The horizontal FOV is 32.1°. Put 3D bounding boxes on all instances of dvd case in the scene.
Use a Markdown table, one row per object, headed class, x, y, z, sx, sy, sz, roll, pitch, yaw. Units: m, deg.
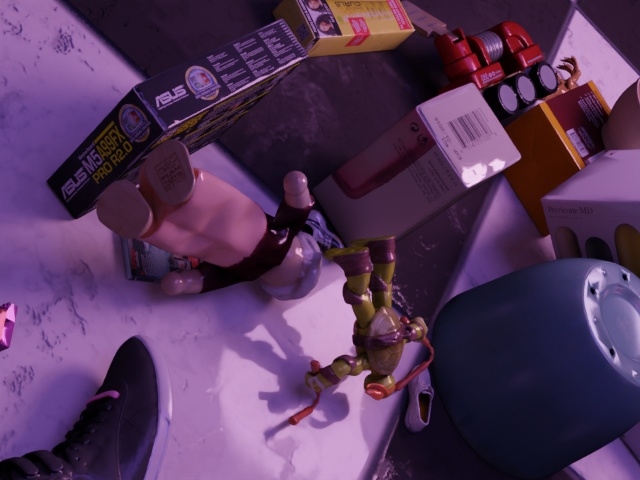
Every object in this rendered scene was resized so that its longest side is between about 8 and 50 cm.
| class | x | y | z | sx | sy | sz | roll | pitch | yaw |
| --- | --- | --- | --- | --- | --- | --- | --- | --- | --- |
| dvd case | -0.183 | 0.012 | 1.340 | 0.119 | 0.013 | 0.087 | 8 | 60 | -39 |

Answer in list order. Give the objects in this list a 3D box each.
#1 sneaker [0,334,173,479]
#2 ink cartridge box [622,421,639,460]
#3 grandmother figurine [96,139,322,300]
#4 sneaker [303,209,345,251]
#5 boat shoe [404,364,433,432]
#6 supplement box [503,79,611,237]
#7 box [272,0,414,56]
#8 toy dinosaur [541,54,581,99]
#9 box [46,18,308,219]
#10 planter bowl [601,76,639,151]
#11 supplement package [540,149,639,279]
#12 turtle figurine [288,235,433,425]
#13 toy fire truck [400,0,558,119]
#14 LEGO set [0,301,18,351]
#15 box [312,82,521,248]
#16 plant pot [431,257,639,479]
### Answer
| class | x | y | z | sx | sy | sz | roll | pitch | yaw |
| --- | --- | --- | --- | --- | --- | --- | --- | --- | --- |
| sneaker | -0.241 | 0.209 | 1.100 | 0.147 | 0.104 | 0.295 | 29 | 53 | -32 |
| ink cartridge box | 0.568 | 0.219 | 1.786 | 0.201 | 0.117 | 0.278 | 52 | 43 | -2 |
| grandmother figurine | -0.094 | -0.010 | 1.286 | 0.342 | 0.208 | 0.104 | 34 | 30 | -58 |
| sneaker | 0.000 | 0.000 | 1.498 | 0.037 | 0.032 | 0.083 | -36 | 86 | -33 |
| boat shoe | 0.136 | 0.207 | 1.480 | 0.035 | 0.035 | 0.100 | 33 | 48 | -21 |
| supplement box | 0.416 | -0.141 | 1.868 | 0.194 | 0.129 | 0.191 | -26 | 83 | -46 |
| box | 0.039 | -0.336 | 1.713 | 0.232 | 0.058 | 0.087 | -13 | 73 | -45 |
| toy dinosaur | 0.468 | -0.276 | 2.059 | 0.211 | 0.064 | 0.112 | 8 | 78 | -27 |
| box | -0.165 | -0.145 | 1.304 | 0.060 | 0.216 | 0.270 | 53 | 44 | 0 |
| planter bowl | 0.530 | -0.177 | 1.813 | 0.162 | 0.109 | 0.162 | 20 | 54 | -31 |
| supplement package | 0.490 | 0.019 | 1.661 | 0.198 | 0.199 | 0.262 | -32 | 113 | -36 |
| turtle figurine | 0.058 | 0.113 | 1.380 | 0.269 | 0.087 | 0.217 | -17 | 104 | -40 |
| toy fire truck | 0.242 | -0.311 | 1.830 | 0.217 | 0.158 | 0.246 | -29 | 96 | -46 |
| LEGO set | -0.367 | 0.154 | 1.037 | 0.093 | 0.087 | 0.227 | 36 | 44 | -40 |
| box | 0.128 | -0.091 | 1.511 | 0.149 | 0.232 | 0.127 | -28 | 84 | -47 |
| plant pot | 0.342 | 0.158 | 1.544 | 0.293 | 0.235 | 0.293 | 22 | 52 | -31 |
